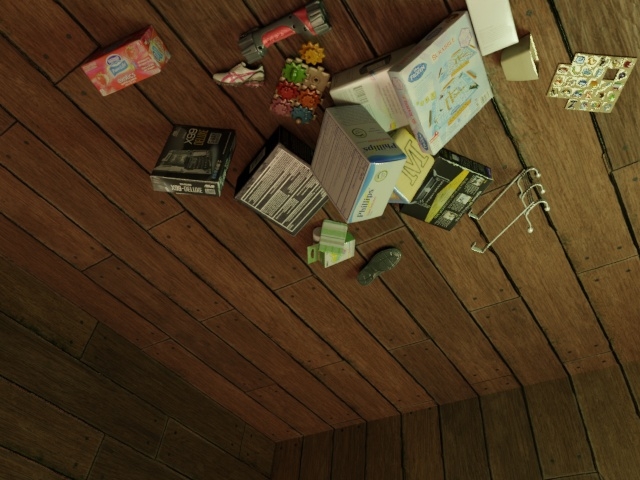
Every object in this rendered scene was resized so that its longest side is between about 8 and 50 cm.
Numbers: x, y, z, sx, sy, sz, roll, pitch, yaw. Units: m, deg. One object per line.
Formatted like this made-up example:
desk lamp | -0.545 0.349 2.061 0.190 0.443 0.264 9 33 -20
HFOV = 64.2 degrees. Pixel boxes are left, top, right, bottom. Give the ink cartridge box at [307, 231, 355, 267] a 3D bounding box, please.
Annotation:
ink cartridge box | 0.049 0.050 2.266 0.209 0.062 0.109 -20 138 -20

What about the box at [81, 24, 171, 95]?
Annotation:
box | -0.659 -0.611 1.738 0.256 0.128 0.123 -14 131 20

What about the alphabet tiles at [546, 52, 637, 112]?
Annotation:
alphabet tiles | 0.898 -0.528 1.713 0.237 0.009 0.198 6 134 2

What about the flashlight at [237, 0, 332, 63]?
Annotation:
flashlight | -0.117 -0.663 1.642 0.304 0.103 0.103 -19 132 22

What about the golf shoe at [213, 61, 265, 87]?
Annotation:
golf shoe | -0.284 -0.578 1.778 0.186 0.067 0.086 3 107 5

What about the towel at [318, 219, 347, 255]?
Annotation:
towel | 0.053 -0.012 2.218 0.113 0.152 0.023 12 156 -3

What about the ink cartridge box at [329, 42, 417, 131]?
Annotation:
ink cartridge box | 0.215 -0.497 1.740 0.306 0.131 0.226 -15 130 20

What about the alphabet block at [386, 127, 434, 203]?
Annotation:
alphabet block | 0.258 -0.269 1.860 0.193 0.197 0.192 39 167 -28

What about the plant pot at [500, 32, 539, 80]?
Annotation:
plant pot | 0.638 -0.576 1.636 0.096 0.109 0.109 -11 133 33

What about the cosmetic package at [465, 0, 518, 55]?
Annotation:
cosmetic package | 0.512 -0.696 1.547 0.117 0.085 0.231 -16 128 21

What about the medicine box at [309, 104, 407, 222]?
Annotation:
medicine box | 0.113 -0.254 1.686 0.149 0.289 0.263 -15 145 -28

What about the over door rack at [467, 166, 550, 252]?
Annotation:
over door rack | 0.732 -0.109 1.980 0.108 0.239 0.324 35 128 -17

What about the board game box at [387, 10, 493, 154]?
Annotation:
board game box | 0.392 -0.497 1.628 0.318 0.066 0.318 -44 127 -14

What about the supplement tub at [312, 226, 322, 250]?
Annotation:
supplement tub | 0.000 0.000 2.287 0.071 0.071 0.107 4 134 3

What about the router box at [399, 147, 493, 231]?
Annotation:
router box | 0.491 -0.198 2.028 0.243 0.081 0.309 21 133 -12

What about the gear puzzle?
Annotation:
gear puzzle | -0.059 -0.535 1.760 0.175 0.044 0.339 18 142 -11

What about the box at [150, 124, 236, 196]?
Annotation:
box | -0.461 -0.300 1.890 0.242 0.307 0.076 6 138 2

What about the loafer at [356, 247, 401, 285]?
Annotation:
loafer | 0.275 0.109 2.369 0.267 0.084 0.096 -41 87 32

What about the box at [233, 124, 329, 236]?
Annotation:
box | -0.131 -0.225 1.980 0.294 0.183 0.296 34 117 -23
